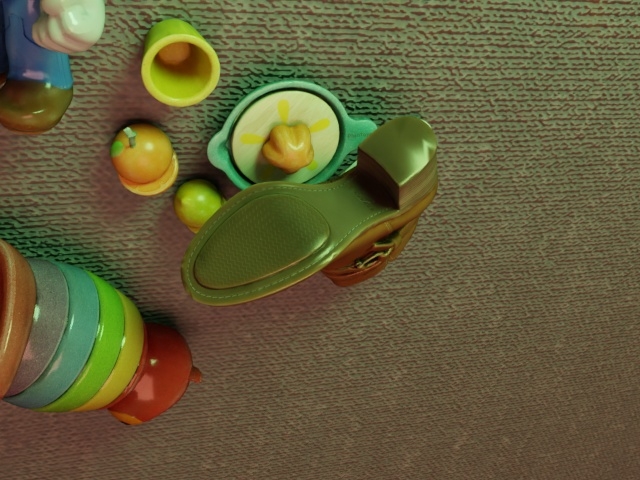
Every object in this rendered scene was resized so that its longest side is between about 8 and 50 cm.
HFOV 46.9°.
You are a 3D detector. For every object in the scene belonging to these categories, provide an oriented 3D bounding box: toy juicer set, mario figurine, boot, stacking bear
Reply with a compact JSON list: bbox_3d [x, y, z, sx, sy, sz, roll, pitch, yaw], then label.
[{"bbox_3d":[-0.053,-0.073,0.757,0.329,0.089,0.209,16,120,-31],"label":"toy juicer set"},{"bbox_3d":[-0.252,-0.229,0.506,0.198,0.170,0.320,0,129,-18],"label":"mario figurine"},{"bbox_3d":[0.000,0.000,0.772,0.283,0.109,0.220,-39,162,-11],"label":"boot"},{"bbox_3d":[-0.257,0.120,0.794,0.175,0.164,0.289,-1,158,36],"label":"stacking bear"}]
